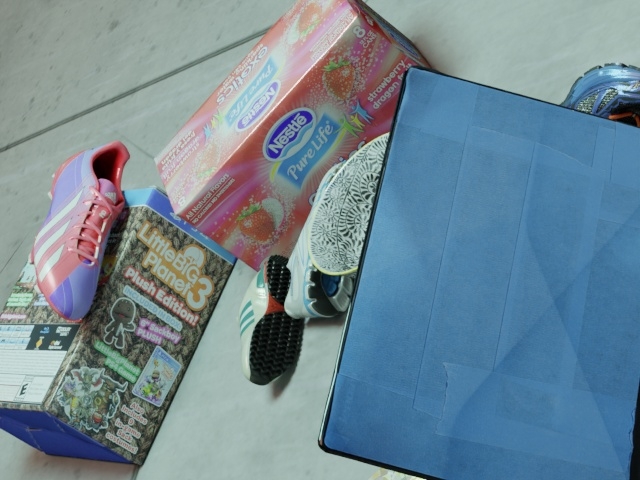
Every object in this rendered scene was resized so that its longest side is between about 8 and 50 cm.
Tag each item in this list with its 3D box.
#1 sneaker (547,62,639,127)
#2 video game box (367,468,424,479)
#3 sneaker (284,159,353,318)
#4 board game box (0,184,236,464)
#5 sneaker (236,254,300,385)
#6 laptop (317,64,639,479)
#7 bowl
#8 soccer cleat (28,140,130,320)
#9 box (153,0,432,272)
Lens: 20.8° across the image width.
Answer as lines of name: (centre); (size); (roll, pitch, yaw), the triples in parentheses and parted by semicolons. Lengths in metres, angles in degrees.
sneaker: (0.248, -0.096, 1.619); (0.221, 0.083, 0.087); (-26, 54, 48)
video game box: (0.057, 0.301, 1.451); (0.187, 0.048, 0.205); (-46, 40, 15)
sneaker: (0.000, 0.000, 1.863); (0.083, 0.071, 0.190); (-22, 43, 51)
board game box: (-0.262, 0.099, 2.052); (0.232, 0.141, 0.291); (-3, 58, 53)
sneaker: (-0.061, 0.096, 1.875); (0.075, 0.057, 0.161); (-46, 28, 48)
laptop: (0.255, 0.007, 1.336); (0.408, 0.236, 0.382); (-21, 44, 43)
bowl: (0.074, -0.021, 1.766); (0.170, 0.080, 0.170); (-34, 37, 30)
soccer cleat: (-0.265, -0.016, 1.957); (0.095, 0.083, 0.248); (-32, 35, 25)
box: (-0.027, -0.129, 1.942); (0.300, 0.154, 0.142); (-46, 31, 12)
